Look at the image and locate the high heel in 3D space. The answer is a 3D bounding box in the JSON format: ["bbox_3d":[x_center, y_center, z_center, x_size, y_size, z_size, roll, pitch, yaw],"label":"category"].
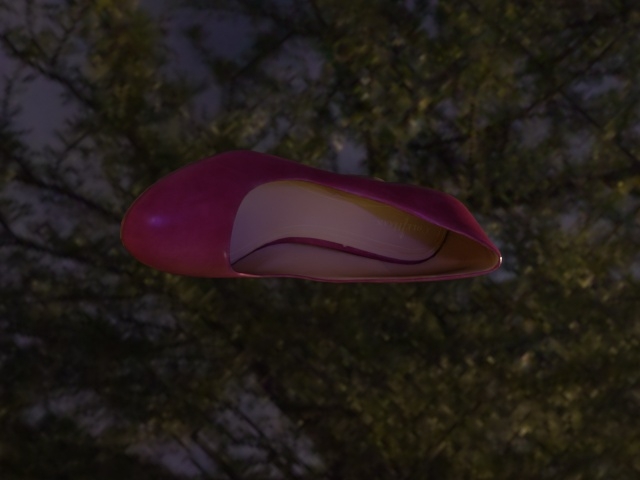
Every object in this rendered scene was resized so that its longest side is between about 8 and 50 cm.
[{"bbox_3d":[0.000,0.000,0.784,0.117,0.244,0.082,28,-72,42],"label":"high heel"}]
